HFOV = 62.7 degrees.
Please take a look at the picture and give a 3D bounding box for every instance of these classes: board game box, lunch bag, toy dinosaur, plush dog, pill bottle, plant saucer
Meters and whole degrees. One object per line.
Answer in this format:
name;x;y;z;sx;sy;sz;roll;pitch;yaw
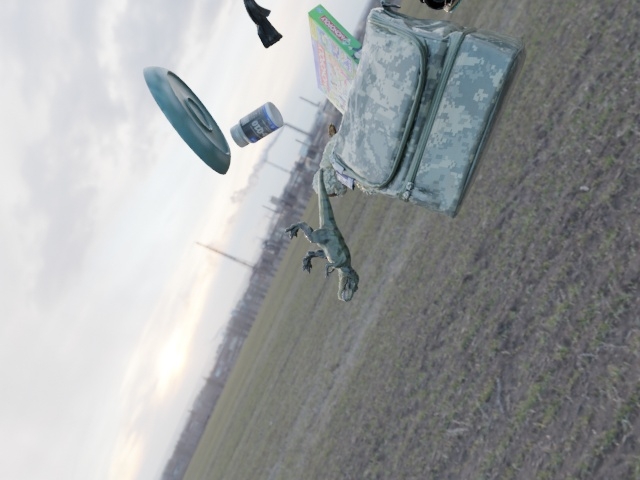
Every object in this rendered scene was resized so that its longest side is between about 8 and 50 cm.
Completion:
board game box;0.059;-0.456;1.436;0.046;0.213;0.317;-38;-18;-8
lunch bag;0.166;-0.216;0.886;0.212;0.255;0.305;-44;-27;-54
toy dinosaur;0.000;0.000;1.062;0.118;0.268;0.064;-21;-9;28
plush dog;0.114;-0.232;1.302;0.225;0.262;0.211;-25;75;50
pill bottle;-0.176;-0.314;1.440;0.137;0.078;0.078;-27;22;21
plant saucer;-0.317;-0.307;1.315;0.043;0.318;0.317;-33;11;9

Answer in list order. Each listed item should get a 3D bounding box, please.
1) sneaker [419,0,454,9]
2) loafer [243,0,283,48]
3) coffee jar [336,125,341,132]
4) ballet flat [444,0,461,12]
sneaker;0.341;-0.789;1.519;0.447;0.169;0.258;-23;-56;-69
loafer;-0.160;-0.608;1.416;0.061;0.170;0.062;-23;40;8
coffee jar;0.113;-0.322;1.699;0.096;0.079;0.184;-37;-17;13
ballet flat;0.405;-0.754;1.577;0.073;0.067;0.206;-37;15;45
